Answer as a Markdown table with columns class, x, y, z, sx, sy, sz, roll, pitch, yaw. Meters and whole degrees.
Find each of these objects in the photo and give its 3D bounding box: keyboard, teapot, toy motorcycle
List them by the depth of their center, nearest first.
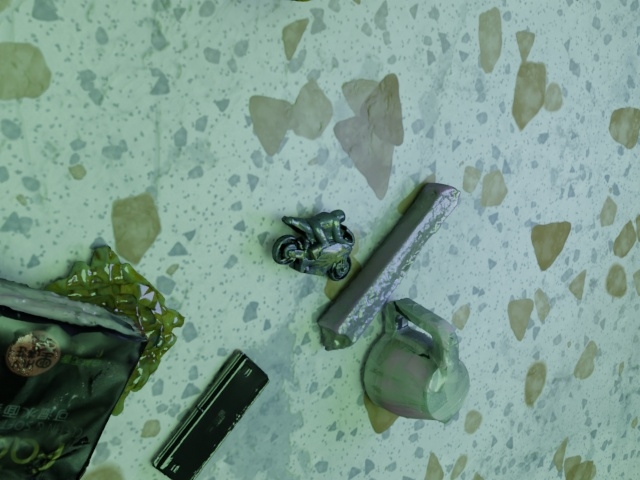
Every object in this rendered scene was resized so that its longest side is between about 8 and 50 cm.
| class | x | y | z | sx | sy | sz | roll | pitch | yaw |
| --- | --- | --- | --- | --- | --- | --- | --- | --- | --- |
| keyboard | -0.178 | 0.293 | 1.240 | 0.230 | 0.025 | 0.093 | -52 | 128 | -17 |
| toy motorcycle | 0.000 | 0.000 | 1.289 | 0.193 | 0.061 | 0.124 | 19 | 94 | -45 |
| teapot | 0.201 | 0.234 | 1.425 | 0.163 | 0.178 | 0.221 | 18 | 88 | -40 |

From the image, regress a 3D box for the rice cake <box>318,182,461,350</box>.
| class | x | y | z | sx | sy | sz | roll | pitch | yaw |
| --- | --- | --- | --- | --- | --- | --- | --- | --- | --- |
| rice cake | 0.129 | 0.039 | 1.395 | 0.399 | 0.070 | 0.064 | -51 | 122 | -18 |

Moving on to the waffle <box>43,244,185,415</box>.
| class | x | y | z | sx | sy | sz | roll | pitch | yaw |
| --- | --- | --- | --- | --- | --- | --- | --- | --- | --- |
| waffle | -0.312 | 0.136 | 1.080 | 0.204 | 0.054 | 0.223 | -51 | 126 | -17 |

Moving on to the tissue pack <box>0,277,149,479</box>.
| class | x | y | z | sx | sy | sz | roll | pitch | yaw |
| --- | --- | --- | --- | --- | --- | --- | --- | --- | --- |
| tissue pack | -0.389 | 0.224 | 0.956 | 0.245 | 0.123 | 0.332 | 22 | 102 | -37 |
